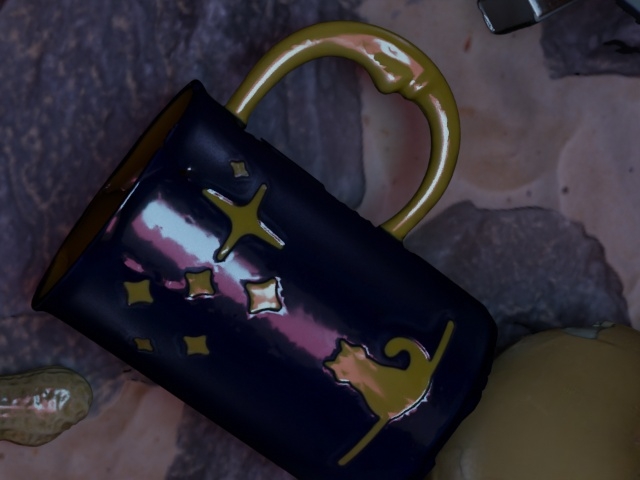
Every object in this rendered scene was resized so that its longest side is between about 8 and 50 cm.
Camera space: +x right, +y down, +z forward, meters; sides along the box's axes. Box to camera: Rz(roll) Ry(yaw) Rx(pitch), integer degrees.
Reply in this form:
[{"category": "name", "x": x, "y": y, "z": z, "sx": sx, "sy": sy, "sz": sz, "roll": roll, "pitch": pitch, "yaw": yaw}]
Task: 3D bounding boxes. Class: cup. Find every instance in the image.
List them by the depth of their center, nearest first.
[{"category": "cup", "x": -0.005, "y": 0.013, "z": 0.993, "sx": 0.256, "sy": 0.178, "sz": 0.255, "roll": 35, "pitch": 115, "yaw": -12}]

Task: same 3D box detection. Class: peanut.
[{"category": "peanut", "x": -0.206, "y": 0.113, "z": 1.048, "sx": 0.113, "sy": 0.054, "sz": 0.053, "roll": -12, "pitch": 96, "yaw": -6}]

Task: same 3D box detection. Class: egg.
[{"category": "egg", "x": 0.161, "y": 0.177, "z": 1.025, "sx": 0.201, "sy": 0.201, "sz": 0.244, "roll": 19, "pitch": 53, "yaw": -10}]

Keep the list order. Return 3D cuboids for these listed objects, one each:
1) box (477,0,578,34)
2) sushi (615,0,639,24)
[{"category": "box", "x": 0.198, "y": -0.193, "z": 1.059, "sx": 0.177, "sy": 0.115, "sz": 0.036, "roll": -28, "pitch": 95, "yaw": -7}, {"category": "sushi", "x": 0.265, "y": -0.274, "z": 1.002, "sx": 0.343, "sy": 0.359, "sz": 0.064, "roll": -35, "pitch": 137, "yaw": -5}]
